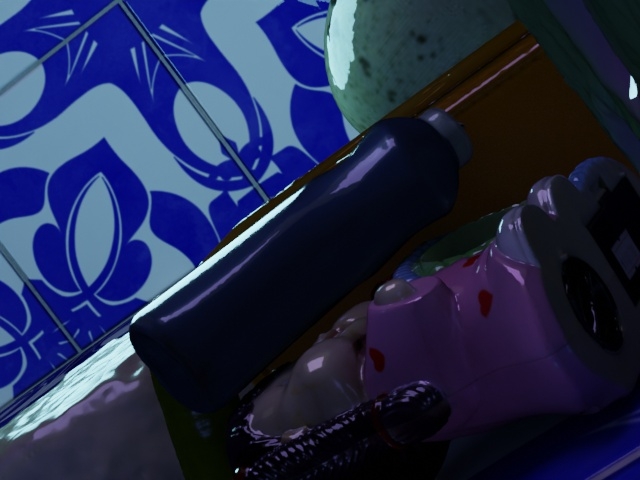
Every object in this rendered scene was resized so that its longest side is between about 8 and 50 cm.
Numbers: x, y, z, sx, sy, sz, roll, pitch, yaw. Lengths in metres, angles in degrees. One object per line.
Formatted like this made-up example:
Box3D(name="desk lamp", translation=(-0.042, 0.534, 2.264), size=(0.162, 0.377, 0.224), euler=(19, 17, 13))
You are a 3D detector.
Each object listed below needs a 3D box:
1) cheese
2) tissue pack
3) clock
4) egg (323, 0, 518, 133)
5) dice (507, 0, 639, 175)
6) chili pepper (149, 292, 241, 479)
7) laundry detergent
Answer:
Box3D(name="cheese", translation=(-0.142, 0.141, 1.283), size=(0.318, 0.115, 0.326), euler=(-38, 4, -19))
Box3D(name="tissue pack", translation=(0.080, -0.015, 1.014), size=(0.274, 0.145, 0.194), euler=(-35, 7, 12))
Box3D(name="clock", translation=(0.061, 0.052, 0.804), size=(0.195, 0.100, 0.194), euler=(-31, 3, 28))
Box3D(name="egg", translation=(0.168, -0.244, 1.675), size=(0.379, 0.288, 0.287), euler=(-34, 5, 6))
Box3D(name="dice", translation=(0.194, -0.157, 0.469), size=(0.322, 0.330, 0.318), euler=(-35, 7, 4))
Box3D(name="chili pepper", translation=(-0.060, 0.106, 0.962), size=(0.052, 0.050, 0.202), euler=(-41, -36, -23))
Box3D(name="laundry detergent", translation=(0.001, 0.001, 0.857), size=(0.206, 0.061, 0.096), euler=(-39, 0, -18))
